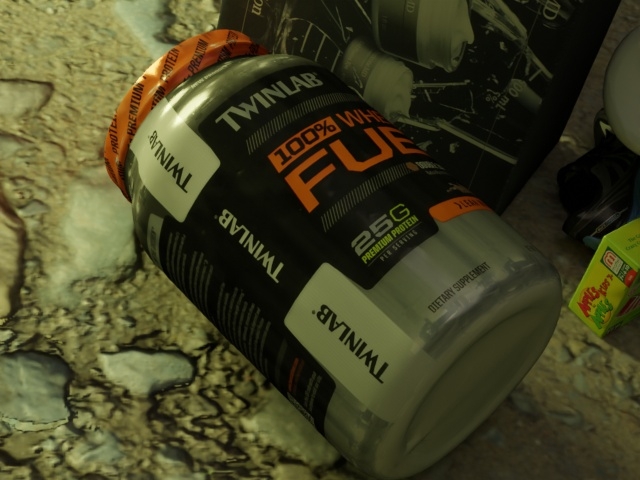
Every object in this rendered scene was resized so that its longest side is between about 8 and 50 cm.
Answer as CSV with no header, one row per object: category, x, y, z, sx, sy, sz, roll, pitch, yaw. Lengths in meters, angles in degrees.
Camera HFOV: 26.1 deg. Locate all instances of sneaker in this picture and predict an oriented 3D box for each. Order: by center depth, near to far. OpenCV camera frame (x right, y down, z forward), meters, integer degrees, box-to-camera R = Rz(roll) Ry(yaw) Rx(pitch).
sneaker,0.262,-0.066,1.281,0.078,0.067,0.188,21,48,-3

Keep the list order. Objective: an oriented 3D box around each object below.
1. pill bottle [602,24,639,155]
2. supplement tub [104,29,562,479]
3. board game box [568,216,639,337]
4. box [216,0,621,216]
pill bottle,0.369,-0.127,1.263,0.245,0.130,0.130,2,39,-52
supplement tub,0.000,0.000,1.046,0.207,0.207,0.338,-29,60,-35
board game box,0.305,0.009,1.203,0.181,0.092,0.043,-24,58,-33
box,0.097,-0.241,1.210,0.312,0.343,0.179,29,45,13
